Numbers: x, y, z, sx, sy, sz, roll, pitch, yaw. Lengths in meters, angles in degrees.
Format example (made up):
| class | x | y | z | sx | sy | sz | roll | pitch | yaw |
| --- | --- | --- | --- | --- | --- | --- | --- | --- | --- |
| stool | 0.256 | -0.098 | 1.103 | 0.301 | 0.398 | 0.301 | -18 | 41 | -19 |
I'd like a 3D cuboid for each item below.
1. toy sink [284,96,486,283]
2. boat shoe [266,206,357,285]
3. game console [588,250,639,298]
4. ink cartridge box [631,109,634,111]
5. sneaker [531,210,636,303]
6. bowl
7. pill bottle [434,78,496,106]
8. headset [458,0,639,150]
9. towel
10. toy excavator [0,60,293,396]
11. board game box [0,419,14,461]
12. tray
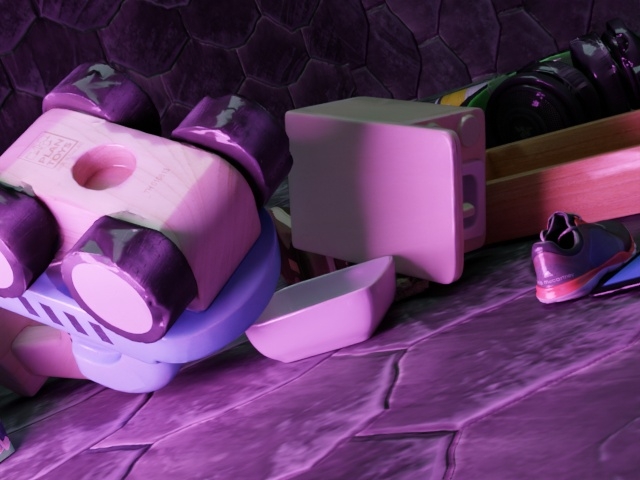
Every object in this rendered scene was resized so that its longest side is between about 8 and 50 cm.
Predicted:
| class | x | y | z | sx | sy | sz | roll | pitch | yaw |
| --- | --- | --- | --- | --- | --- | --- | --- | --- | --- |
| toy sink | 0.090 | -0.060 | 1.264 | 0.131 | 0.153 | 0.234 | -17 | 19 | -41 |
| boat shoe | 0.002 | 0.008 | 1.475 | 0.095 | 0.095 | 0.257 | -18 | 19 | -12 |
| game console | 0.277 | -0.010 | 0.979 | 0.071 | 0.107 | 0.122 | 20 | 32 | 31 |
| ink cartridge box | 0.466 | -0.177 | 1.605 | 0.145 | 0.045 | 0.179 | -9 | 11 | 13 |
| sneaker | 0.224 | 0.000 | 1.045 | 0.061 | 0.065 | 0.158 | -15 | 10 | 33 |
| bowl | 0.007 | 0.069 | 1.165 | 0.142 | 0.053 | 0.142 | -18 | 10 | 16 |
| pill bottle | 0.309 | -0.240 | 2.262 | 0.184 | 0.103 | 0.103 | -15 | 10 | 32 |
| headset | 0.318 | -0.208 | 1.528 | 0.243 | 0.185 | 0.394 | -31 | 18 | -20 |
| towel | 0.050 | 0.050 | 1.275 | 0.148 | 0.027 | 0.110 | -16 | 10 | 19 |
| toy excavator | -0.232 | 0.055 | 1.235 | 0.433 | 0.445 | 0.222 | 17 | 51 | 23 |
| board game box | -0.479 | 0.155 | 1.214 | 0.317 | 0.213 | 0.046 | -17 | 9 | 22 |
| tray | 0.307 | -0.078 | 1.313 | 0.411 | 0.076 | 0.203 | -12 | 13 | 41 |
